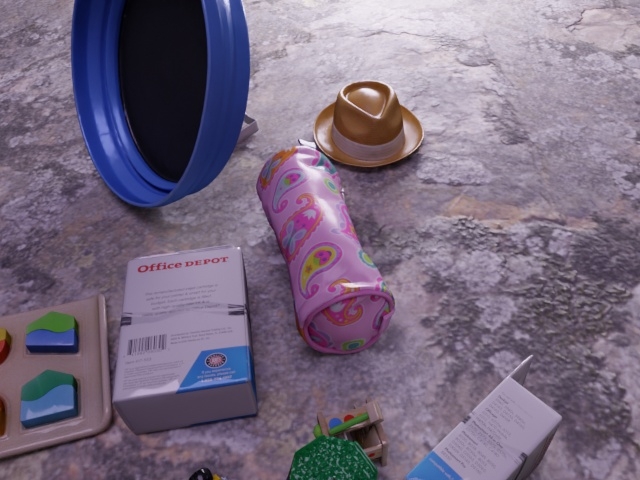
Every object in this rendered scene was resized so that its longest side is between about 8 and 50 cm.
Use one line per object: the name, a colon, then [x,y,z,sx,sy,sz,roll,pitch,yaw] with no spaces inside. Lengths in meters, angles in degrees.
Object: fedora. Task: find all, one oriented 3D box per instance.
fedora: [0.076,-0.200,0.948,0.195,0.079,0.194,-2,47,2]

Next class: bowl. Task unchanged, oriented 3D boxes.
bowl: [-0.233,-0.242,0.823,0.077,0.391,0.391,-11,40,-43]

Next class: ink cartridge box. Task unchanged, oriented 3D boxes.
ink cartridge box: [-0.149,0.107,0.675,0.140,0.082,0.190,-8,45,-3]
ink cartridge box: [0.157,0.200,0.547,0.180,0.104,0.060,-34,53,-24]

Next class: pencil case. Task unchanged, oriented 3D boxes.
pencil case: [0.000,0.000,0.740,0.124,0.124,0.284,-13,46,-7]

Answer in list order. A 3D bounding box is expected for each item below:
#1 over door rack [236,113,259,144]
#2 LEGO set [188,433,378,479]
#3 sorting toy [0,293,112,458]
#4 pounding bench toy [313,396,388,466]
over door rack: [-0.198,-0.345,1.001,0.108,0.239,0.324,-29,51,-14]
LEGO set: [0.000,0.317,0.380,0.255,0.192,0.331,-33,63,-33]
sorting toy: [-0.349,0.153,0.677,0.208,0.038,0.193,-15,48,-9]
pounding bench toy: [0.027,0.190,0.581,0.065,0.083,0.052,-13,47,-9]
